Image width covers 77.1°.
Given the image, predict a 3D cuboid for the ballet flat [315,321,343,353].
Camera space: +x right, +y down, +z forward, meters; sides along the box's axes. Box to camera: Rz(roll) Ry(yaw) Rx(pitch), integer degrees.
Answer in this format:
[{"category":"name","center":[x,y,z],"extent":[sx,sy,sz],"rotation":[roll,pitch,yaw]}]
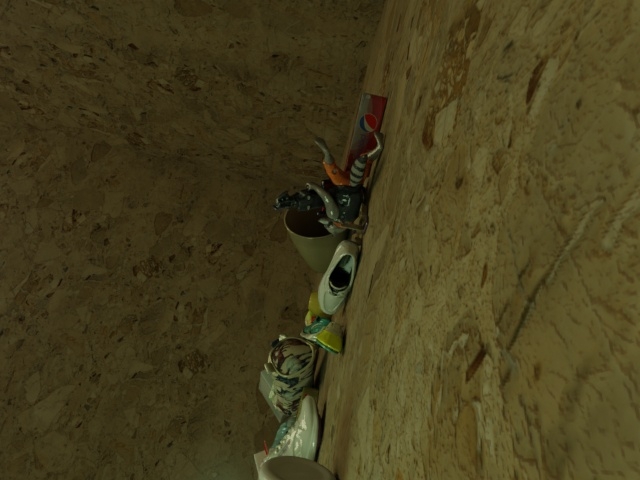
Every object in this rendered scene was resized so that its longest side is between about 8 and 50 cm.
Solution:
[{"category":"ballet flat","center":[0.030,0.270,1.149],"extent":[0.077,0.077,0.231],"rotation":[-61,-3,-11]}]

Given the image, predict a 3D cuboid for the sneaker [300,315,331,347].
[{"category":"sneaker","center":[-0.004,0.352,1.560],"extent":[0.109,0.107,0.275],"rotation":[-62,5,-14]}]

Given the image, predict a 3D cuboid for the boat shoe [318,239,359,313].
[{"category":"boat shoe","center":[0.046,0.123,1.180],"extent":[0.084,0.095,0.258],"rotation":[-72,-5,-63]}]

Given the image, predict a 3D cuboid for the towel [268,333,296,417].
[{"category":"towel","center":[-0.137,0.625,1.860],"extent":[0.248,0.038,0.324],"rotation":[13,94,45]}]

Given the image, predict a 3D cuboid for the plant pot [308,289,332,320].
[{"category":"plant pot","center":[0.003,0.252,1.620],"extent":[0.134,0.095,0.134],"rotation":[-168,90,-89]}]

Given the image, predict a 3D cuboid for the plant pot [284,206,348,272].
[{"category":"plant pot","center":[0.000,0.000,1.642],"extent":[0.256,0.257,0.273],"rotation":[-80,-13,-45]}]

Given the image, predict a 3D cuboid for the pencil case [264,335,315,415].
[{"category":"pencil case","center":[-0.116,0.533,1.547],"extent":[0.410,0.184,0.159],"rotation":[93,161,-47]}]

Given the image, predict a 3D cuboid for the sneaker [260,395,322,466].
[{"category":"sneaker","center":[-0.081,0.588,1.128],"extent":[0.114,0.152,0.305],"rotation":[101,-179,-60]}]

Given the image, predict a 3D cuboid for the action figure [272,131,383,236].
[{"category":"action figure","center":[0.039,-0.145,1.210],"extent":[0.178,0.342,0.330],"rotation":[49,148,38]}]

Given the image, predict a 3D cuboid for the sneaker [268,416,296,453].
[{"category":"sneaker","center":[-0.122,0.755,1.537],"extent":[0.366,0.135,0.150],"rotation":[109,170,-68]}]

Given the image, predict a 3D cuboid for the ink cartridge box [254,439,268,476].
[{"category":"ink cartridge box","center":[-0.222,1.030,1.700],"extent":[0.238,0.060,0.275],"rotation":[93,157,-43]}]

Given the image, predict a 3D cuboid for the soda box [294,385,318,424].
[{"category":"soda box","center":[-0.053,0.618,1.476],"extent":[0.061,0.058,0.181],"rotation":[-80,3,-56]}]

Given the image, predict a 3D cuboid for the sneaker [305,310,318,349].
[{"category":"sneaker","center":[-0.024,0.396,1.867],"extent":[0.208,0.082,0.094],"rotation":[-96,14,-45]}]

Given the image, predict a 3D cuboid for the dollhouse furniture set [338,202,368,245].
[{"category":"dollhouse furniture set","center":[0.091,-0.057,1.184],"extent":[0.114,0.081,0.091],"rotation":[-80,3,-51]}]

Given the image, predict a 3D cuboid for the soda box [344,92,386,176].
[{"category":"soda box","center":[0.148,-0.351,1.355],"extent":[0.092,0.084,0.263],"rotation":[-83,5,-78]}]

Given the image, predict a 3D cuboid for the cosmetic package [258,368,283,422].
[{"category":"cosmetic package","center":[-0.204,0.780,2.078],"extent":[0.224,0.138,0.224],"rotation":[49,145,28]}]

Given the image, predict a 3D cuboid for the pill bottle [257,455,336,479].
[{"category":"pill bottle","center":[-0.065,0.567,0.749],"extent":[0.153,0.153,0.264],"rotation":[115,166,-82]}]
